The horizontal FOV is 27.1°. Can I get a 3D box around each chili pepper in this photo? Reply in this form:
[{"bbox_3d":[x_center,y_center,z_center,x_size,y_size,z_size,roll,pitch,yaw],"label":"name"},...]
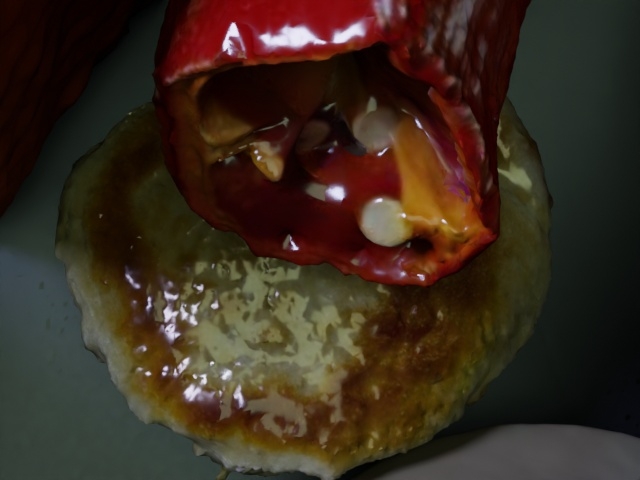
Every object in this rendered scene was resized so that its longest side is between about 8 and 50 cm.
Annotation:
[{"bbox_3d":[0.044,-0.149,0.510,0.131,0.134,0.338,-1,50,32],"label":"chili pepper"}]

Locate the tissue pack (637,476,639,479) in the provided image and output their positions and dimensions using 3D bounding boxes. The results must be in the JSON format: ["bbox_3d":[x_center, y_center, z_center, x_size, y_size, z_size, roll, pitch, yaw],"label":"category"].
[{"bbox_3d":[0.273,0.012,0.428,0.277,0.267,0.387,20,52,0],"label":"tissue pack"}]

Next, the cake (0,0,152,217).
[{"bbox_3d":[-0.191,-0.183,0.446,0.319,0.270,0.269,34,86,-5],"label":"cake"}]

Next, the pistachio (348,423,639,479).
[{"bbox_3d":[0.111,0.174,0.521,0.288,0.166,0.197,11,61,-15],"label":"pistachio"}]

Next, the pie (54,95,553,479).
[{"bbox_3d":[0.000,0.000,0.543,0.205,0.084,0.179,-29,86,-19],"label":"pie"}]
